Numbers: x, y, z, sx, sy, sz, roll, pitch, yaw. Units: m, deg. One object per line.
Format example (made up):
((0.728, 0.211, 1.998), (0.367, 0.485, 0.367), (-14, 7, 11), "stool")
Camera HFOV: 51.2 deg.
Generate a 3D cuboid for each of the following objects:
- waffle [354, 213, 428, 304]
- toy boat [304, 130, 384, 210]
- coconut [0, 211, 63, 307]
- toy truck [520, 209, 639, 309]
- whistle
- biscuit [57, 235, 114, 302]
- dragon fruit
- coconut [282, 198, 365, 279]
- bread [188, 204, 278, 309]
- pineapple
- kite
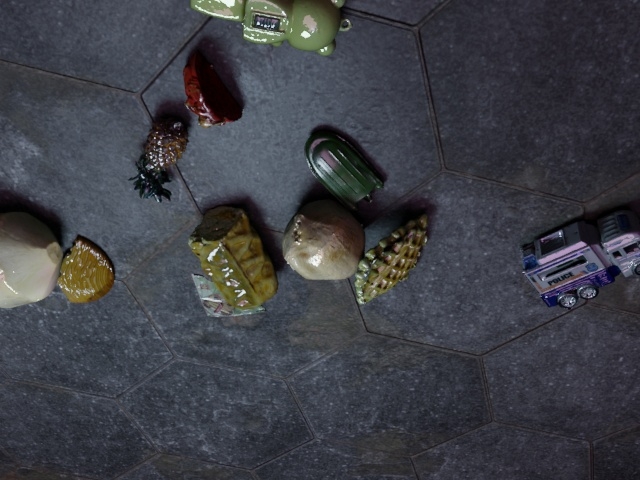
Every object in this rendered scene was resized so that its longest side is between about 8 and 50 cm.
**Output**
((0.164, 0.046, 1.532), (0.214, 0.054, 0.208), (-30, 151, -26), "waffle")
((0.048, -0.150, 1.433), (0.104, 0.052, 0.210), (-39, 119, 15), "toy boat")
((-0.730, 0.046, 1.593), (0.237, 0.197, 0.237), (6, 130, 7), "coconut")
((0.602, 0.032, 1.499), (0.268, 0.124, 0.155), (-30, 118, 30), "toy truck")
((-0.084, -0.404, 1.175), (0.288, 0.106, 0.131), (9, 135, -5), "whistle")
((-0.619, 0.081, 1.724), (0.176, 0.031, 0.228), (-1, 133, 4), "biscuit")
((-0.232, -0.274, 1.311), (0.083, 0.106, 0.162), (-16, 132, 20), "dragon fruit")
((0.002, 0.000, 1.494), (0.194, 0.194, 0.194), (3, 133, 3), "coconut")
((-0.198, 0.055, 1.594), (0.152, 0.130, 0.267), (-18, 128, 9), "bread")
((-0.336, -0.174, 1.427), (0.103, 0.083, 0.221), (24, 133, -15), "pineapple")
((-0.236, 0.137, 1.754), (0.229, 0.012, 0.250), (31, 127, -22), "kite")
